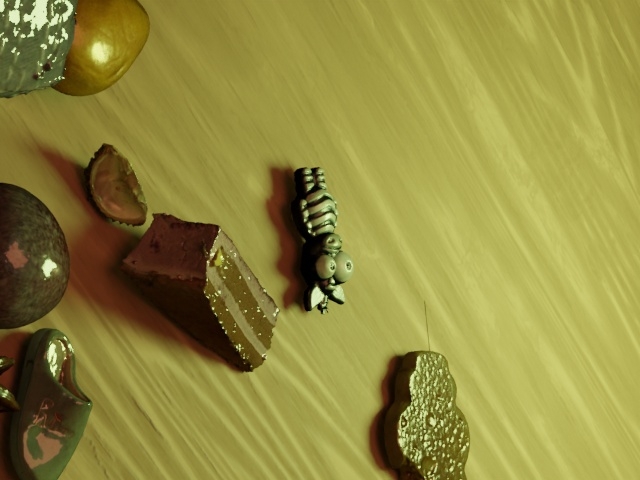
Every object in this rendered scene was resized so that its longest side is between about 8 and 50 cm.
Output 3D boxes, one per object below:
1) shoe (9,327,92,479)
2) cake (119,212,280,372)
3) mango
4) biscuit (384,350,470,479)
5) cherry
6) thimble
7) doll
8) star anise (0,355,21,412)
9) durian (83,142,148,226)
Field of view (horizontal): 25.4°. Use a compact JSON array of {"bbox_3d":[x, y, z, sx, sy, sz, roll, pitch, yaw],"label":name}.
[{"bbox_3d":[-0.314,0.197,1.693,0.079,0.078,0.195,35,51,-56],"label":"shoe"},{"bbox_3d":[-0.132,0.074,1.903,0.295,0.112,0.116,47,56,-48],"label":"cake"},{"bbox_3d":[-0.292,-0.259,1.808,0.227,0.109,0.147,-23,109,-63],"label":"mango"},{"bbox_3d":[0.174,0.333,2.226,0.183,0.047,0.320,-27,101,-45],"label":"biscuit"},{"bbox_3d":[-0.361,0.024,1.642,0.176,0.140,0.176,37,43,-45],"label":"cherry"},{"bbox_3d":[-0.389,-0.279,1.632,0.172,0.205,0.236,-4,83,-49],"label":"thimble"},{"bbox_3d":[0.000,0.000,2.097,0.091,0.067,0.219,-4,86,-52],"label":"doll"},{"bbox_3d":[-0.411,0.163,1.616,0.168,0.057,0.168,12,74,-46],"label":"star anise"},{"bbox_3d":[-0.266,-0.067,1.822,0.052,0.066,0.130,-43,126,-33],"label":"durian"}]
